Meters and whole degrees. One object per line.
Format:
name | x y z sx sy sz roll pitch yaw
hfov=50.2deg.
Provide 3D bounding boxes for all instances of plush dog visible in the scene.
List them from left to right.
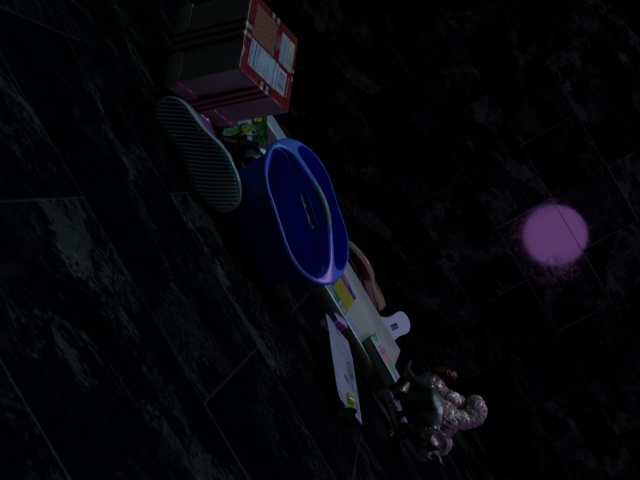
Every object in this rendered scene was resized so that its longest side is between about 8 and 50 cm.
plush dog | 0.364 0.531 2.199 0.211 0.262 0.225 25 26 -36

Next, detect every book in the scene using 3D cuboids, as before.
book | 0.177 0.340 1.965 0.144 0.035 0.096 62 16 6

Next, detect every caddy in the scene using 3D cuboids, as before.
caddy | -0.056 -0.057 1.543 0.241 0.179 0.341 -17 89 -55

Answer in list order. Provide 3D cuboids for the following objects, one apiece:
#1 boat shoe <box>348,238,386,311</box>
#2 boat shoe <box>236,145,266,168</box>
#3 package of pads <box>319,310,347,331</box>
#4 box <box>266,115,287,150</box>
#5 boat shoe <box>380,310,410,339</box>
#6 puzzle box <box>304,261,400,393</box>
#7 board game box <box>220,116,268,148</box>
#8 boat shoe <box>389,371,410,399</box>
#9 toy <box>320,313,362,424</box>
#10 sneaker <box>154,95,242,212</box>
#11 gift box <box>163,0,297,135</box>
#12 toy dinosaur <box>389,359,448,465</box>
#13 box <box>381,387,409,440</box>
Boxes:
boat shoe | 0.106 0.134 2.289 0.123 0.123 0.342 32 -26 51
boat shoe | -0.128 -0.140 1.990 0.335 0.121 0.119 44 23 -23
package of pads | 0.036 0.225 1.860 0.083 0.050 0.032 44 18 -57
box | -0.199 -0.344 2.164 0.181 0.119 0.182 57 10 -14
boat shoe | 0.192 0.304 2.304 0.301 0.102 0.108 -11 77 -57
puzzle box | 0.099 0.222 2.049 0.409 0.052 0.272 59 21 -4
board game box | -0.222 -0.372 1.982 0.136 0.030 0.259 8 49 -19
boat shoe | 0.269 0.490 2.257 0.190 0.068 0.072 -20 95 -79
toy | 0.037 0.306 1.605 0.137 0.056 0.237 56 14 -43
sneaker | -0.243 -0.186 1.507 0.282 0.102 0.161 61 6 5
gift box | -0.222 -0.425 1.709 0.276 0.258 0.255 42 52 -53
toy dinosaur | 0.281 0.487 1.897 0.121 0.160 0.313 57 32 -42
box | 0.230 0.521 2.047 0.094 0.027 0.137 54 11 -41
